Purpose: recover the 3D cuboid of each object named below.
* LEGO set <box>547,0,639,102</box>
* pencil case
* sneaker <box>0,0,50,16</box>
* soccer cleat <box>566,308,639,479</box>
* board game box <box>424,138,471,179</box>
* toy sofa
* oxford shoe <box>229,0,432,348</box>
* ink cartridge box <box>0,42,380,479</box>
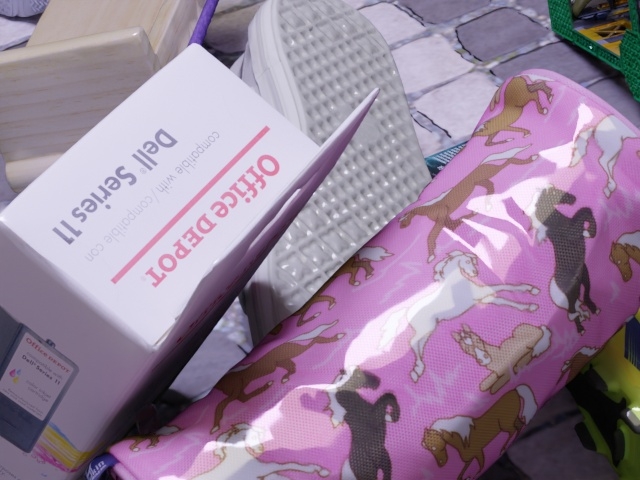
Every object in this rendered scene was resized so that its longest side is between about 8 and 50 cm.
[{"bbox_3d":[0.295,-0.282,1.582,0.192,0.331,0.255,-16,15,-12],"label":"LEGO set"},{"bbox_3d":[0.048,0.067,1.152,0.386,0.160,0.167,-41,77,-17],"label":"pencil case"},{"bbox_3d":[-0.296,-0.307,1.921,0.153,0.101,0.269,-37,40,-29],"label":"sneaker"},{"bbox_3d":[0.205,0.077,1.256,0.121,0.093,0.289,-18,35,-15],"label":"soccer cleat"},{"bbox_3d":[0.143,-0.041,1.459,0.126,0.026,0.186,-22,22,-17],"label":"board game box"},{"bbox_3d":[-0.146,-0.169,1.607,0.150,0.177,0.362,-9,33,17],"label":"toy sofa"},{"bbox_3d":[0.000,0.000,1.402,0.169,0.130,0.449,20,38,-25],"label":"oxford shoe"},{"bbox_3d":[-0.122,0.024,1.181,0.119,0.353,0.207,40,47,2],"label":"ink cartridge box"}]
